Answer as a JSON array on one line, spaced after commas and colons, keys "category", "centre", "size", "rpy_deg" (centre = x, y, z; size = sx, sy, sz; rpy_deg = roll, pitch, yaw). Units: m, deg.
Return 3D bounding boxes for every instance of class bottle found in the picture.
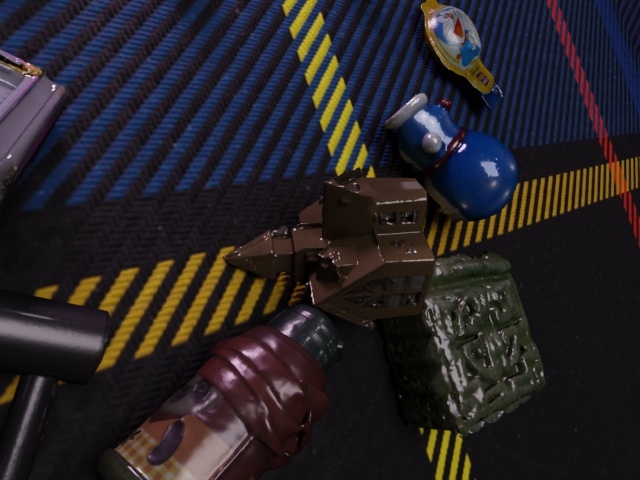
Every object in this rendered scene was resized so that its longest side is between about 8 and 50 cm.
[{"category": "bottle", "centre": [-0.085, 0.178, 0.492], "size": [0.156, 0.143, 0.271], "rpy_deg": [31, 53, 23]}]

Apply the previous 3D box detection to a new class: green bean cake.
[{"category": "green bean cake", "centre": [0.220, 0.145, 0.730], "size": [0.240, 0.132, 0.255], "rpy_deg": [-5, 79, -33]}]

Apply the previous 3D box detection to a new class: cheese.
[{"category": "cheese", "centre": [0.308, -0.404, 1.002], "size": [0.270, 0.069, 0.177], "rpy_deg": [50, 53, -12]}]

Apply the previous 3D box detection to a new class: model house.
[{"category": "model house", "centre": [0.000, 0.000, 0.595], "size": [0.247, 0.176, 0.181], "rpy_deg": [-5, 41, -8]}]

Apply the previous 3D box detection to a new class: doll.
[{"category": "doll", "centre": [0.217, -0.139, 0.801], "size": [0.256, 0.161, 0.215], "rpy_deg": [40, 23, -3]}]

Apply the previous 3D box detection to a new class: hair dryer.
[{"category": "hair dryer", "centre": [-0.281, 0.171, 0.406], "size": [0.114, 0.070, 0.248], "rpy_deg": [21, 73, -30]}]

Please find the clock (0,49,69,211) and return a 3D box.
[{"category": "clock", "centre": [-0.336, -0.111, 0.384], "size": [0.186, 0.083, 0.253], "rpy_deg": [24, 25, -28]}]
